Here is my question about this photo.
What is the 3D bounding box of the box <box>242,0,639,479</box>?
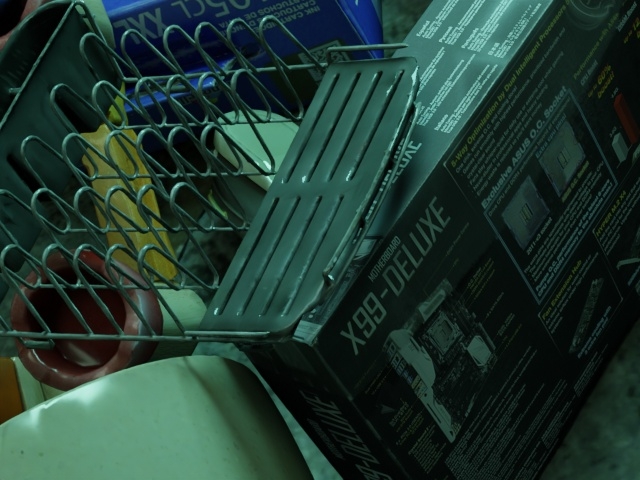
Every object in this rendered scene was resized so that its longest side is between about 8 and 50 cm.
[{"bbox_3d":[0.099,-0.004,1.111,0.076,0.242,0.307,20,67,39],"label":"box"}]

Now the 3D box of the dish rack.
[{"bbox_3d":[-0.084,-0.035,1.031,0.271,0.074,0.208,0,54,38],"label":"dish rack"}]

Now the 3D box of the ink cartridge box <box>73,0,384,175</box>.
[{"bbox_3d":[-0.099,-0.220,1.470,0.270,0.151,0.395,-16,50,18],"label":"ink cartridge box"}]

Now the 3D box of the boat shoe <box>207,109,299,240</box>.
[{"bbox_3d":[0.000,0.000,1.290,0.081,0.068,0.228,-9,39,-32],"label":"boat shoe"}]

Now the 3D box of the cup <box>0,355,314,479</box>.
[{"bbox_3d":[-0.097,0.256,0.994,0.331,0.331,0.237,-38,67,-3],"label":"cup"}]

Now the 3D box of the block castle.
[{"bbox_3d":[-0.325,0.015,1.267,0.453,0.213,0.303,-20,81,16],"label":"block castle"}]
